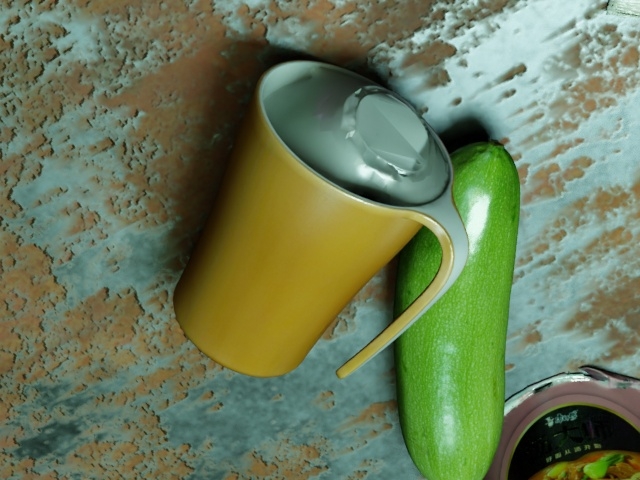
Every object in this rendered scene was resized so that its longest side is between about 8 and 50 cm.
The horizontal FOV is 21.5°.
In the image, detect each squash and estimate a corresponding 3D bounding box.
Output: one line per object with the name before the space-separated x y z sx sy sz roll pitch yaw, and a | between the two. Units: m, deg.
squash | 0.119 0.085 1.521 0.107 0.107 0.395 0 122 -1

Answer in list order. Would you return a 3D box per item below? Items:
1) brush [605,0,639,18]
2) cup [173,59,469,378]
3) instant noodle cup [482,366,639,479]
brush | 0.379 -0.218 1.397 0.272 0.013 0.103 5 121 -5
cup | 0.000 0.000 1.421 0.226 0.182 0.264 43 126 16
instant noodle cup | 0.264 0.285 1.561 0.244 0.255 0.244 -1 119 -2
